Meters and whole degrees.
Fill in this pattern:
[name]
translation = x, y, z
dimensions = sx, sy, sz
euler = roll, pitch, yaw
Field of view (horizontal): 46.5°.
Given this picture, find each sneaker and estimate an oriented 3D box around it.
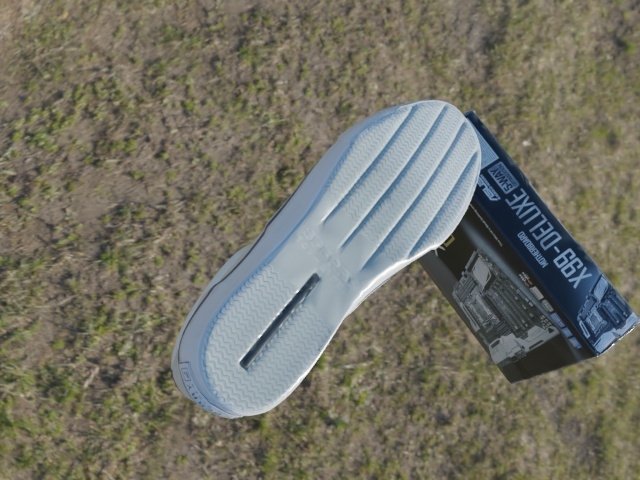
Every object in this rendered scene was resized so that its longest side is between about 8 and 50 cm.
[sneaker]
translation = 0.000, 0.000, 0.466
dimensions = 0.258, 0.091, 0.094
euler = -42, 105, -27

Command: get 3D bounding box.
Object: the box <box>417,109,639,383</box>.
[box]
translation = 0.216, 0.021, 0.936
dimensions = 0.077, 0.242, 0.307
euler = -33, 80, -18
